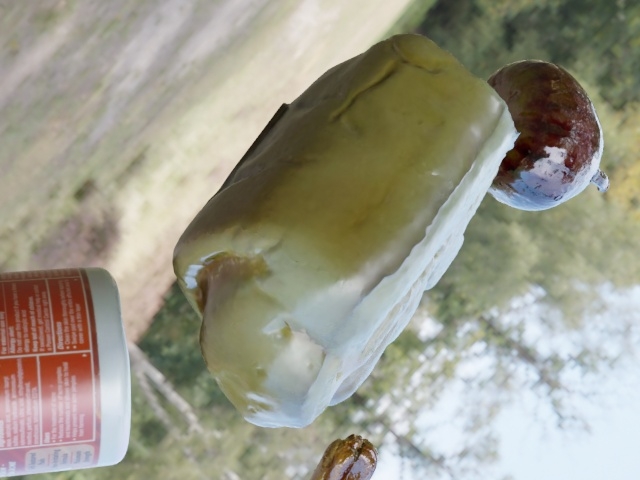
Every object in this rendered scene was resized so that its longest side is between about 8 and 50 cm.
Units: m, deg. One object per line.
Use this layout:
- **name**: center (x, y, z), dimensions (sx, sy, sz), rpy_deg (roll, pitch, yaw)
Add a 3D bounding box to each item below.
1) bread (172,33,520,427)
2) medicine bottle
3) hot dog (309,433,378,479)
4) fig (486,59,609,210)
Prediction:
- **bread**: center (0.000, 0.000, 1.163), dimensions (0.341, 0.210, 0.300), rpy_deg (-54, 168, -12)
- **medicine bottle**: center (-0.369, 0.162, 1.586), dimensions (0.241, 0.252, 0.252), rpy_deg (-2, 166, -16)
- **hot dog**: center (0.017, 0.295, 1.524), dimensions (0.045, 0.071, 0.165), rpy_deg (-108, -147, -50)
- **fig**: center (0.244, -0.095, 1.399), dimensions (0.149, 0.202, 0.148), rpy_deg (-46, -169, -17)
